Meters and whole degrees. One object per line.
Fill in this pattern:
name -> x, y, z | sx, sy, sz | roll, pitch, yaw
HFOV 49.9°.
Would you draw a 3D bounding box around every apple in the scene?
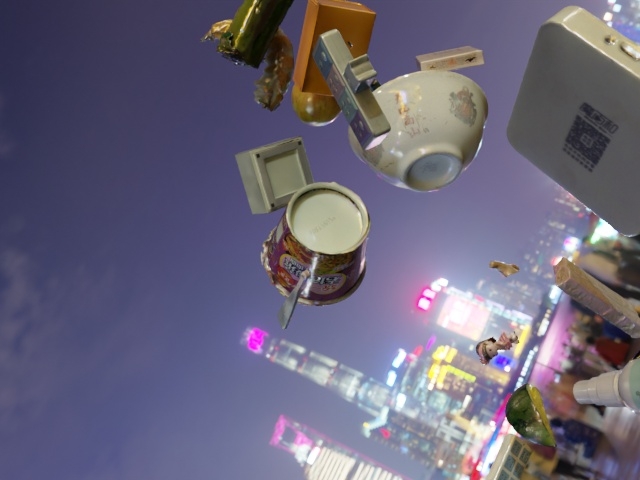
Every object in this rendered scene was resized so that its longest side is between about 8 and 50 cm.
apple -> -0.010, -0.498, 2.429 | 0.196, 0.196, 0.196 | -53, -23, -36

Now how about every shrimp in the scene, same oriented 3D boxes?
shrimp -> -0.173, -0.509, 1.869 | 0.185, 0.287, 0.068 | -44, 2, 6

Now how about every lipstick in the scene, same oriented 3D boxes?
lipstick -> 0.175, -0.537, 2.330 | 0.234, 0.053, 0.053 | 50, -126, -21

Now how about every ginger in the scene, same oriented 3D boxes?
ginger -> 0.462, 0.075, 1.713 | 0.097, 0.048, 0.030 | 9, -61, -30

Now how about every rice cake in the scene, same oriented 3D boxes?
rice cake -> 0.720, 0.146, 1.779 | 0.050, 0.298, 0.106 | -48, 21, 30

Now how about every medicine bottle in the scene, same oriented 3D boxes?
medicine bottle -> 0.605, 0.260, 1.223 | 0.352, 0.110, 0.110 | -25, 27, 57

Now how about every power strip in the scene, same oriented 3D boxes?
power strip -> 0.065, -0.283, 1.239 | 0.061, 0.215, 0.145 | -28, -4, -13
power strip -> 0.435, 0.549, 1.621 | 0.081, 0.035, 0.192 | 44, -115, -26

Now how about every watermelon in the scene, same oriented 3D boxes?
watermelon -> 0.445, 0.376, 1.497 | 0.075, 0.092, 0.181 | -35, 19, 18

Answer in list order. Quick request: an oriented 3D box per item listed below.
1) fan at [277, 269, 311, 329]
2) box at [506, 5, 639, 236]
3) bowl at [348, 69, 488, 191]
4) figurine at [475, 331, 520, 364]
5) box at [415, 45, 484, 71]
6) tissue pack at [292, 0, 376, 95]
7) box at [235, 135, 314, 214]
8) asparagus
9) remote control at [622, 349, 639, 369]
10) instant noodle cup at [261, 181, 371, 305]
fan -> -0.073, 0.165, 1.889 | 0.023, 0.057, 0.282 | -10, -28, -26
box -> 0.550, -0.224, 1.339 | 0.090, 0.367, 0.373 | -35, -25, -20
bowl -> 0.309, -0.271, 2.030 | 0.434, 0.435, 0.196 | 82, 179, -56
figurine -> 0.507, 0.304, 1.972 | 0.072, 0.129, 0.054 | 53, -167, -33
box -> 0.438, -0.625, 2.377 | 0.365, 0.205, 0.051 | -75, -26, -71
tissue pack -> 0.039, -0.610, 2.170 | 0.145, 0.194, 0.274 | -116, 35, -55
box -> -0.152, -0.234, 2.438 | 0.225, 0.117, 0.225 | -23, -77, -32
asparagus -> -0.130, -0.619, 1.767 | 0.128, 0.108, 0.382 | 29, -90, -31
remote control -> 0.852, 0.297, 1.729 | 0.256, 0.097, 0.045 | -32, -31, -16
instant noodle cup -> 0.000, 0.000, 2.072 | 0.340, 0.340, 0.266 | -57, -7, -28
